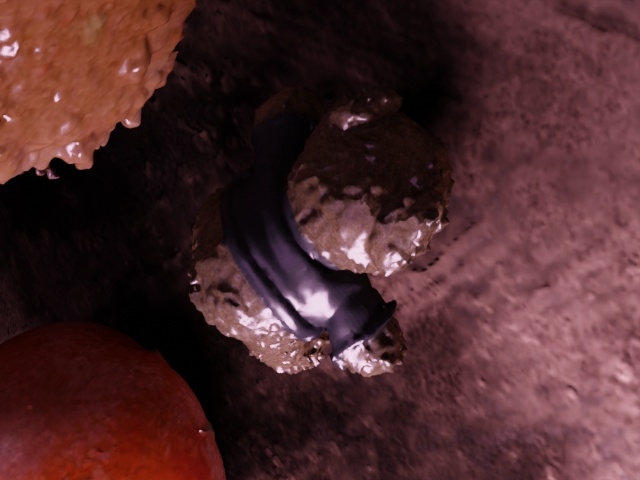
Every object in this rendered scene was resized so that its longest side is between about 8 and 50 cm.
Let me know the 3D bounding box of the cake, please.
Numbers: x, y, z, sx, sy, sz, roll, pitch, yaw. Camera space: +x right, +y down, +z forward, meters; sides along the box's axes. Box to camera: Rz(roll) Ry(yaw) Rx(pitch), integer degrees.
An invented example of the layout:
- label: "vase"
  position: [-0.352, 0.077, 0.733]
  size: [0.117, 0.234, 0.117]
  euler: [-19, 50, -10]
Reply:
- label: "cake"
  position: [-0.242, -0.207, 0.763]
  size: [0.290, 0.255, 0.282]
  euler: [45, 138, 16]

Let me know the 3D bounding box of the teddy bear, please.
- label: "teddy bear"
  position: [-0.015, 0.009, 0.726]
  size: [0.182, 0.129, 0.251]
  euler: [56, 143, 7]

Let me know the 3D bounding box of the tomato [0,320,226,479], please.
- label: "tomato"
  position: [-0.207, 0.203, 0.970]
  size: [0.265, 0.265, 0.265]
  euler: [27, 130, 38]
